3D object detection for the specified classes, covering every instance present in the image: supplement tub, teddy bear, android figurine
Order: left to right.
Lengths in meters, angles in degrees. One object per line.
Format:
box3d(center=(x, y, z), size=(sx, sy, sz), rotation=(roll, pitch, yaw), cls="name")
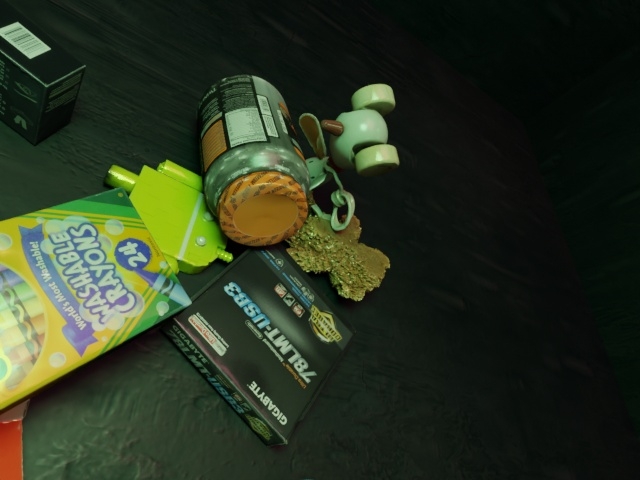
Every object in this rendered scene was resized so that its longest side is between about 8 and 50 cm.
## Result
box3d(center=(-0.287, -0.039, 0.832), size=(0.272, 0.056, 0.248), rotation=(27, 48, -23), cls="android figurine")
box3d(center=(-0.140, -0.166, 0.884), size=(0.207, 0.207, 0.338), rotation=(14, 42, -34), cls="supplement tub")
box3d(center=(0.000, 0.000, 1.031), size=(0.338, 0.113, 0.245), rotation=(32, 39, -11), cls="teddy bear")

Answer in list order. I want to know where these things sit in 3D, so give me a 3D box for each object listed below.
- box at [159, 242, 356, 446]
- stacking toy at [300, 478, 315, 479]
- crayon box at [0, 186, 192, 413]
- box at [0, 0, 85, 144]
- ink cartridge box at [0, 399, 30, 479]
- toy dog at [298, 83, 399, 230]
box3d(center=(-0.099, 0.173, 0.837), size=(0.295, 0.073, 0.293), rotation=(50, 41, -5), cls="box")
box3d(center=(-0.111, 0.471, 0.598), size=(0.301, 0.175, 0.166), rotation=(-8, 73, -28), cls="stacking toy")
box3d(center=(-0.355, 0.076, 0.543), size=(0.323, 0.083, 0.203), rotation=(-30, 88, -45), cls="crayon box")
box3d(center=(-0.503, -0.276, 0.725), size=(0.156, 0.158, 0.093), rotation=(40, 45, -13), cls="box")
box3d(center=(-0.478, 0.201, 0.467), size=(0.275, 0.060, 0.239), rotation=(5, 45, -39), cls="ink cartridge box")
box3d(center=(0.019, -0.179, 0.889), size=(0.160, 0.334, 0.220), rotation=(1, 58, -30), cls="toy dog")
